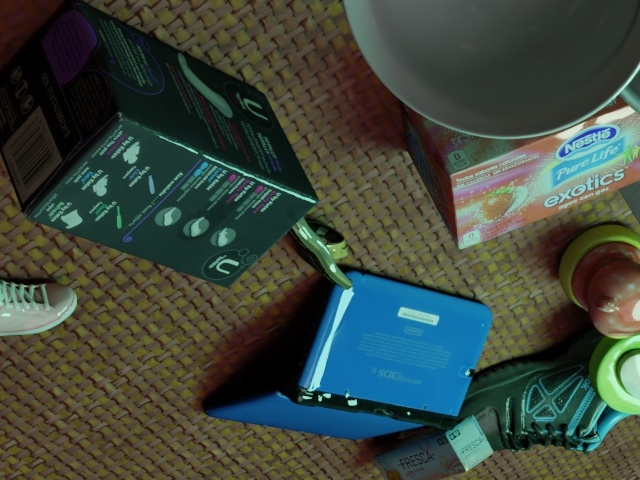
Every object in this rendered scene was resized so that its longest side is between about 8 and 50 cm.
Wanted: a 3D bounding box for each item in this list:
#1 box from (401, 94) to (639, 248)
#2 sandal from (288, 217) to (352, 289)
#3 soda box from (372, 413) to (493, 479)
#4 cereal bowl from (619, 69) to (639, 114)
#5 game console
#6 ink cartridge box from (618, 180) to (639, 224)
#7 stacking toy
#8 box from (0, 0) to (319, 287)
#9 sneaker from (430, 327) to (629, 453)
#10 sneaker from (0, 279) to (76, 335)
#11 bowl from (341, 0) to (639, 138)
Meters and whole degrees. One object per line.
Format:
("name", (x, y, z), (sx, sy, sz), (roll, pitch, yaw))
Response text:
("box", (0.250, -0.135, 1.764), (0.300, 0.154, 0.142), (-21, 145, -5))
("sandal", (0.000, 0.000, 1.864), (0.049, 0.072, 0.180), (-46, 141, -9))
("soda box", (0.151, 0.292, 2.240), (0.058, 0.063, 0.183), (-29, 180, -37))
("cereal bowl", (0.426, -0.239, 1.608), (0.339, 0.339, 0.141), (-32, 164, 9))
("game console", (0.038, 0.154, 2.103), (0.293, 0.173, 0.250), (15, 97, -43))
("ink cartridge box", (0.468, -0.033, 1.963), (0.160, 0.219, 0.092), (-1, 138, -31))
("stacking toy", (0.478, 0.112, 2.109), (0.309, 0.130, 0.279), (-11, 116, -4))
("box", (-0.160, -0.085, 1.565), (0.143, 0.165, 0.270), (-43, 140, 22))
("sneaker", (0.311, 0.235, 2.274), (0.341, 0.140, 0.125), (-27, 147, 4))
("sneaker", (-0.327, 0.065, 1.749), (0.134, 0.051, 0.070), (-13, 148, -11))
("bowl", (0.176, -0.253, 1.530), (0.298, 0.298, 0.134), (-47, -179, 27))
